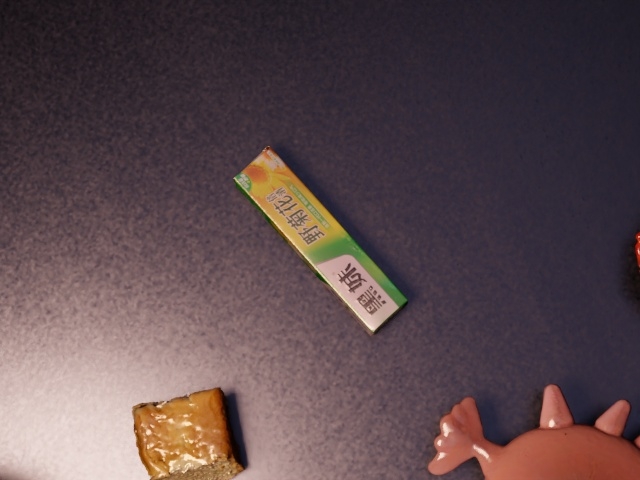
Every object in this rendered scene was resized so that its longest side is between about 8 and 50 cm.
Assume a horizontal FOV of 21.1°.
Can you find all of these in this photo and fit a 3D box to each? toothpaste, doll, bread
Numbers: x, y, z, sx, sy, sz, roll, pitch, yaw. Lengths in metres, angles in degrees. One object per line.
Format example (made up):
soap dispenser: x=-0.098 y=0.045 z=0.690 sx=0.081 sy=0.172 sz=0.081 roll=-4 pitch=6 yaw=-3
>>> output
toothpaste: x=0.000 y=0.000 z=1.450 sx=0.043 sy=0.037 sz=0.178 roll=-41 pitch=83 yaw=-6
doll: x=0.203 y=0.225 z=1.388 sx=0.262 sy=0.093 sz=0.211 roll=31 pitch=87 yaw=4
bread: x=-0.109 y=0.165 z=1.412 sx=0.083 sy=0.077 sz=0.070 roll=-13 pitch=71 yaw=-1

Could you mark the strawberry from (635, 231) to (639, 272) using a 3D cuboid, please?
strawberry: x=0.334 y=-0.015 z=1.434 sx=0.121 sy=0.082 sz=0.188 roll=32 pitch=74 yaw=-15
